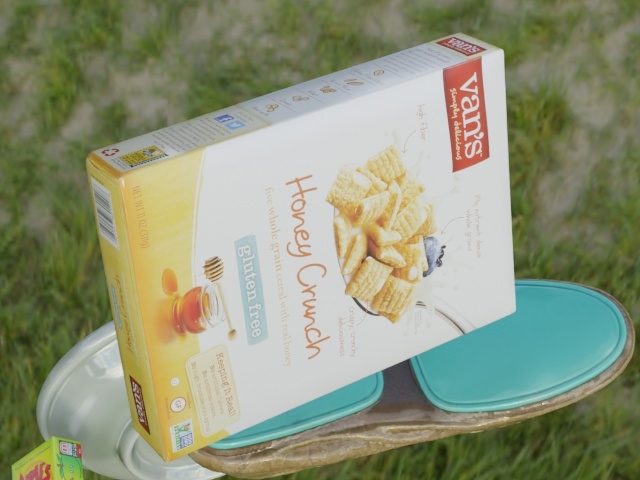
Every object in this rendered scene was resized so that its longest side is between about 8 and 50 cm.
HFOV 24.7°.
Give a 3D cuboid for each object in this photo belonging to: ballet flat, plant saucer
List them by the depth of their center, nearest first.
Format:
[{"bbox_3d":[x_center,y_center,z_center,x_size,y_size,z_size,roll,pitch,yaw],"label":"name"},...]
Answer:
[{"bbox_3d":[0.064,0.116,1.105,0.343,0.124,0.116,-16,62,-1],"label":"ballet flat"},{"bbox_3d":[-0.164,0.223,1.915,0.401,0.400,0.100,-12,53,-13],"label":"plant saucer"}]

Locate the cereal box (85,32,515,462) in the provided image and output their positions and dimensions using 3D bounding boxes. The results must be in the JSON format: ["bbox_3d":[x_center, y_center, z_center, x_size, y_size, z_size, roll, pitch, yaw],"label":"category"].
[{"bbox_3d":[0.000,0.000,0.800,0.240,0.173,0.047,-21,31,-26],"label":"cereal box"}]

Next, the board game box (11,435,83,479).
[{"bbox_3d":[-0.326,0.340,1.764,0.043,0.092,0.181,19,48,-40],"label":"board game box"}]
